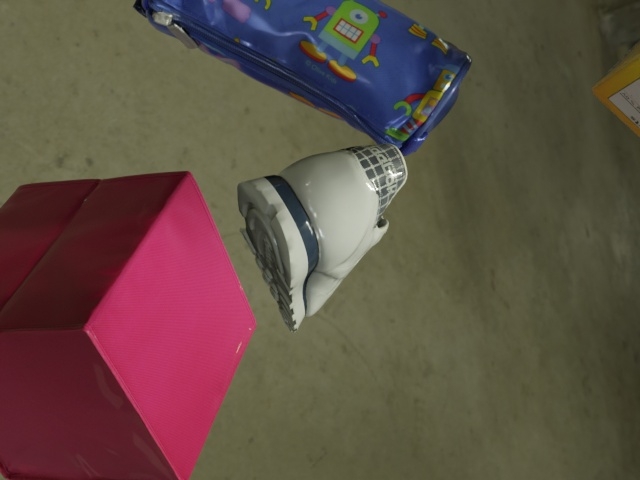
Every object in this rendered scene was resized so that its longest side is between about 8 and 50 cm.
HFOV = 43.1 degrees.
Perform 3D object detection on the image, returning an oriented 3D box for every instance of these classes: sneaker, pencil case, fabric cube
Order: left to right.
[{"bbox_3d":[-0.260,0.102,0.935,0.258,0.259,0.254,-69,149,-46],"label":"fabric cube"},{"bbox_3d":[-0.018,-0.185,0.732,0.306,0.119,0.133,29,65,-3],"label":"pencil case"},{"bbox_3d":[0.000,0.000,0.572,0.090,0.095,0.235,58,-12,6],"label":"sneaker"}]

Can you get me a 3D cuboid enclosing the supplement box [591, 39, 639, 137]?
[{"bbox_3d":[0.449,-0.184,0.771,0.194,0.195,0.356,46,-3,1],"label":"supplement box"}]
